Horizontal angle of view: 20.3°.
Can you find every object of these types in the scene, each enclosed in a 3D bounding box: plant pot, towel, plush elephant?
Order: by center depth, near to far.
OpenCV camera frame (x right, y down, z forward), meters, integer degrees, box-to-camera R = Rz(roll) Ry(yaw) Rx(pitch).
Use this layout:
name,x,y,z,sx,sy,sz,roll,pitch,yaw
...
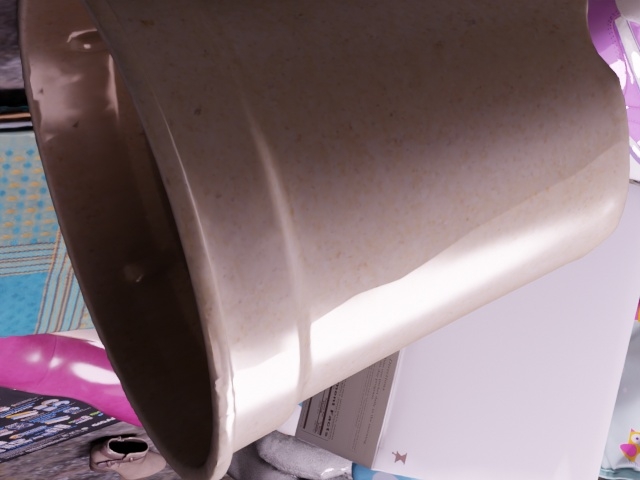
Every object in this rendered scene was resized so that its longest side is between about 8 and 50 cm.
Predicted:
name,x,y,z,sx,sy,sz,roll,pitch,yaw
plant pot,0.009,-0.056,1.122,0.305,0.333,0.334,-19,164,-18
towel,-0.156,-0.017,1.394,0.370,0.040,0.271,-4,144,-25
plush elephant,0.062,0.277,2.208,0.255,0.272,0.330,-44,-155,-14

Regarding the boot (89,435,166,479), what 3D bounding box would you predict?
name,x,y,z,sx,sy,sz,roll,pitch,yaw
boot,-0.237,0.273,2.273,0.118,0.042,0.087,-1,156,-30

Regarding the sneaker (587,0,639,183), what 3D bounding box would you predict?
name,x,y,z,sx,sy,sz,roll,pitch,yaw
sneaker,0.279,-0.126,1.354,0.161,0.102,0.282,-24,158,22

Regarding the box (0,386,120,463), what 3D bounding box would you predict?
name,x,y,z,sx,sy,sz,roll,pitch,yaw
box,-0.373,0.171,1.846,0.296,0.073,0.293,-21,159,25

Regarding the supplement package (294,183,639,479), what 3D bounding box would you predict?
name,x,y,z,sx,sy,sz,roll,pitch,yaw
supplement package,0.125,0.060,1.424,0.204,0.261,0.145,14,179,-25

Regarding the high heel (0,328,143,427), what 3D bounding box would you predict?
name,x,y,z,sx,sy,sz,roll,pitch,yaw
high heel,-0.262,0.101,1.625,0.181,0.127,0.377,-24,145,4

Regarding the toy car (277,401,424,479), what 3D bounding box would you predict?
name,x,y,z,sx,sy,sz,roll,pitch,yaw
toy car,0.018,0.133,1.634,0.238,0.210,0.219,-24,-163,41

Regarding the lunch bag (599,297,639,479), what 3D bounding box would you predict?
name,x,y,z,sx,sy,sz,roll,pitch,yaw
lunch bag,0.397,0.120,1.882,0.160,0.262,0.223,9,-171,37
